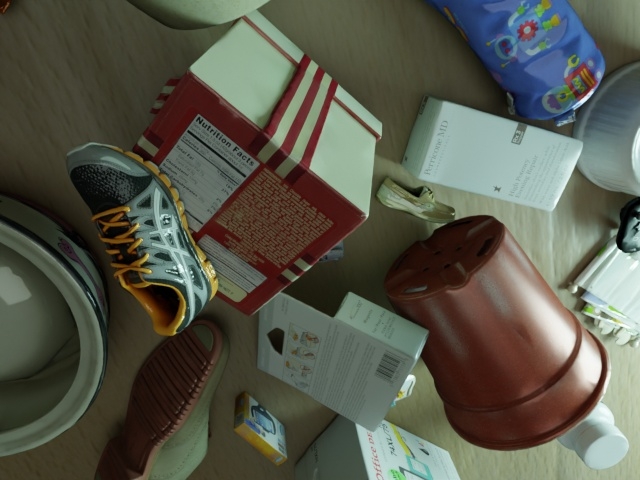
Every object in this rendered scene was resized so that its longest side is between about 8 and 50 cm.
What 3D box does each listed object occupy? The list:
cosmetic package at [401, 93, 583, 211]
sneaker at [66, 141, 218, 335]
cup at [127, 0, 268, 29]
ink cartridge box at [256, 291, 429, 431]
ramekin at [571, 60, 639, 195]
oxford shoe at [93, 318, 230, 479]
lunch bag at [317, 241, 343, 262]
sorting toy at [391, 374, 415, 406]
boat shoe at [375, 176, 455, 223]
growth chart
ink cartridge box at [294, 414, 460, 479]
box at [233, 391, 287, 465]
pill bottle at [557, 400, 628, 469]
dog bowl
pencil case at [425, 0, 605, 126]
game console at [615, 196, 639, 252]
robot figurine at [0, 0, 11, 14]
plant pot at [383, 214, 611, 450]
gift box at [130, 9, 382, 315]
[{"bbox_3d":[0.253,-0.130,0.719,0.230,0.085,0.118,10,111,-13],"label":"cosmetic package"},{"bbox_3d":[-0.175,0.003,0.473,0.084,0.083,0.215,-15,122,23],"label":"sneaker"},{"bbox_3d":[-0.140,-0.361,0.470,0.330,0.331,0.237,-21,139,2],"label":"cup"},{"bbox_3d":[0.017,0.178,0.763,0.238,0.060,0.275,26,140,13],"label":"ink cartridge box"},{"bbox_3d":[0.509,-0.162,0.725,0.206,0.109,0.207,-3,114,-7],"label":"ramekin"},{"bbox_3d":[-0.252,0.310,0.840,0.146,0.140,0.397,20,107,-48],"label":"oxford shoe"},{"bbox_3d":[0.000,0.000,0.759,0.070,0.053,0.084,-7,123,-3],"label":"lunch bag"},{"bbox_3d":[0.145,0.283,0.912,0.075,0.045,0.084,-1,115,-28],"label":"sorting toy"},{"bbox_3d":[0.155,-0.063,0.752,0.135,0.050,0.045,14,116,-13],"label":"boat shoe"},{"bbox_3d":[0.570,0.099,0.894,0.237,0.021,0.172,34,106,-19],"label":"growth chart"},{"bbox_3d":[0.117,0.488,0.905,0.270,0.198,0.197,32,106,-19],"label":"ink cartridge box"},{"bbox_3d":[-0.104,0.348,0.879,0.028,0.081,0.136,-39,113,9],"label":"box"},{"bbox_3d":[0.470,0.321,0.889,0.107,0.180,0.108,-3,113,-6],"label":"pill bottle"},{"bbox_3d":[-0.498,0.106,0.686,0.407,0.150,0.409,-3,114,-6],"label":"dog bowl"},{"bbox_3d":[0.243,-0.289,0.630,0.306,0.119,0.133,40,114,-21],"label":"pencil case"},{"bbox_3d":[0.674,-0.042,0.823,0.360,0.044,0.214,-12,114,-6],"label":"game console"},{"bbox_3d":[-0.515,-0.325,0.531,0.290,0.085,0.211,34,104,-20],"label":"robot figurine"},{"bbox_3d":[0.250,0.122,0.746,0.272,0.272,0.265,-34,105,7],"label":"plant pot"},{"bbox_3d":[-0.102,-0.098,0.598,0.255,0.258,0.276,41,124,-21],"label":"gift box"}]
